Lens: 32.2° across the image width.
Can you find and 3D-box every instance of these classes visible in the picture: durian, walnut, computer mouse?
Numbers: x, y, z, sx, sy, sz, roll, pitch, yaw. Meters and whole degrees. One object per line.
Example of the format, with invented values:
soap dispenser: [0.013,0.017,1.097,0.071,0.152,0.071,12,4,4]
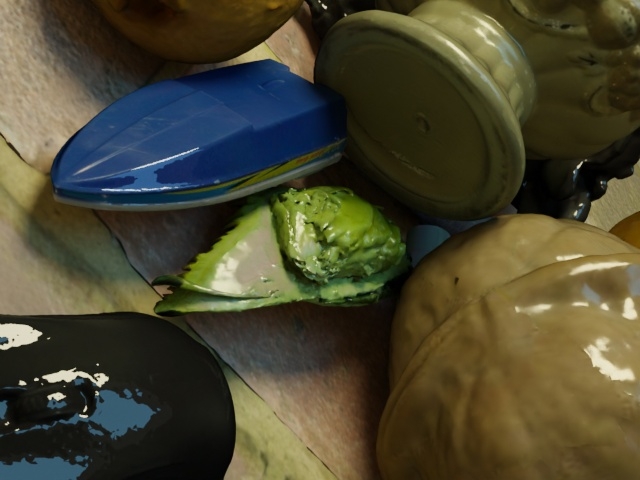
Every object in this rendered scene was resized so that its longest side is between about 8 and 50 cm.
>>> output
durian: [-0.003,0.006,0.954,0.375,0.132,0.107,-7,101,-54]
walnut: [0.225,0.153,0.969,0.381,0.381,0.381,30,47,-39]
computer mouse: [-0.134,0.108,0.743,0.264,0.088,0.147,-2,68,-50]

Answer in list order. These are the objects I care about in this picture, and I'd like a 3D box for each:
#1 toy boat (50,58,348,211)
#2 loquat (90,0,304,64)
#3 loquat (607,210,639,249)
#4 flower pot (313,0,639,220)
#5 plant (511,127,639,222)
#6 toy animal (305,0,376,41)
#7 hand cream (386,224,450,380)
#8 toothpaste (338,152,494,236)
toy boat: [-0.104,-0.073,0.879,0.129,0.088,0.295,30,30,23]
loquat: [-0.102,-0.260,0.913,0.238,0.193,0.238,27,47,-33]
loquat: [0.476,0.070,1.392,0.276,0.284,0.276,25,56,-45]
flower pot: [0.151,-0.168,0.989,0.244,0.307,0.307,-47,109,-26]
plant: [0.254,-0.131,1.271,0.188,0.199,0.276,43,22,-11]
toy animal: [0.096,-0.277,1.263,0.343,0.106,0.168,-12,78,-58]
hand cream: [0.099,0.070,1.109,0.076,0.047,0.174,32,55,-39]
toothpaste: [0.089,-0.057,1.146,0.282,0.099,0.068,28,83,-37]
